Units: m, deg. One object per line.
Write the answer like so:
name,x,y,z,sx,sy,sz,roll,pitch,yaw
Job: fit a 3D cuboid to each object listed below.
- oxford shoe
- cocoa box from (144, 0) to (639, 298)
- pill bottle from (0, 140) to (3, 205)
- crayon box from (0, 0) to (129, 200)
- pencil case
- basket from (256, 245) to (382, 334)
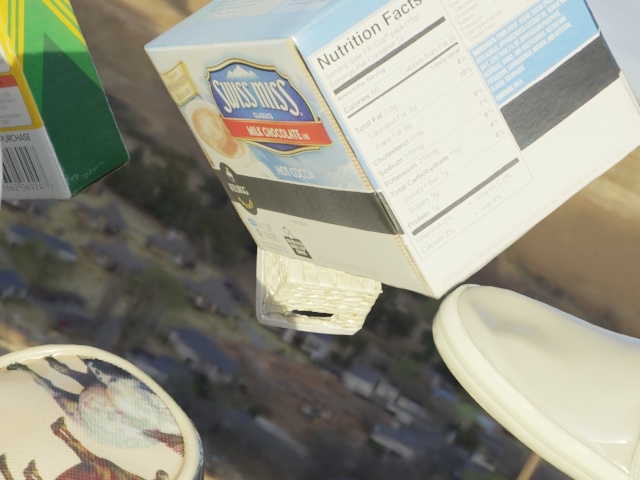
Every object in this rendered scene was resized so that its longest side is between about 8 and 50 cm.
oxford shoe,0.291,0.132,0.932,0.449,0.130,0.169,28,30,5
cocoa box,0.046,-0.127,1.124,0.228,0.231,0.347,59,-17,-19
pill bottle,-0.371,-0.032,0.732,0.361,0.204,0.204,-7,-4,20
crayon box,-0.310,-0.194,1.183,0.203,0.322,0.083,1,28,42
pencil case,-0.142,0.270,0.855,0.160,0.410,0.183,-22,41,-25
basket,0.000,0.000,1.413,0.113,0.167,0.103,7,-28,-14
